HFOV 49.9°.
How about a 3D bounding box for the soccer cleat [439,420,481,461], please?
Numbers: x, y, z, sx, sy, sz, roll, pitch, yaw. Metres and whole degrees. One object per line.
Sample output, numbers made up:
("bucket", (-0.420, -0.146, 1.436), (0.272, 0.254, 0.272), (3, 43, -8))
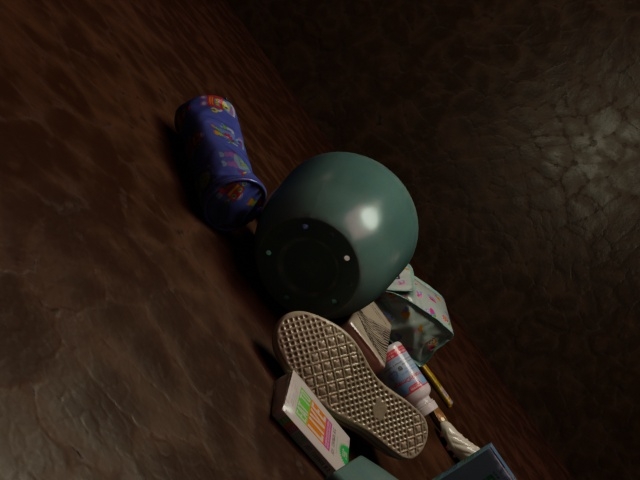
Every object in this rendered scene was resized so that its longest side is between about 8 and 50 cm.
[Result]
("soccer cleat", (0.350, 0.495, 1.587), (0.196, 0.076, 0.068), (56, 12, 17))

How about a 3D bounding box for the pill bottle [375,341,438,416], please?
("pill bottle", (0.176, 0.301, 1.455), (0.160, 0.087, 0.087), (56, 12, 16))

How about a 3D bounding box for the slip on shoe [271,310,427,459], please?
("slip on shoe", (0.037, 0.236, 1.099), (0.331, 0.123, 0.101), (44, -26, -23))

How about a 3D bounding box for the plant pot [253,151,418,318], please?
("plant pot", (0.014, 0.007, 1.243), (0.293, 0.293, 0.235), (52, 25, -5))

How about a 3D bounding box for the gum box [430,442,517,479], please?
("gum box", (0.232, 0.429, 1.056), (0.157, 0.184, 0.041), (55, 12, 11))

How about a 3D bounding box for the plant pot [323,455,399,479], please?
("plant pot", (0.065, 0.357, 0.713), (0.234, 0.166, 0.165), (48, 10, 18))

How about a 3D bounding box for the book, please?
("book", (-0.013, 0.267, 0.976), (0.144, 0.035, 0.096), (51, 16, -15))

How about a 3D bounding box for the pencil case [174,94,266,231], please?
("pencil case", (-0.187, -0.151, 1.287), (0.133, 0.119, 0.306), (22, 30, -37))

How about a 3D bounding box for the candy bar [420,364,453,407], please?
("candy bar", (0.315, 0.392, 1.895), (0.161, 0.018, 0.040), (55, 15, 7))

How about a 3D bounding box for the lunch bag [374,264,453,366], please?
("lunch bag", (0.208, 0.166, 1.816), (0.262, 0.160, 0.223), (39, 17, -9))

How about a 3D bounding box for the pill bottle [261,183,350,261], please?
("pill bottle", (0.000, 0.000, 1.498), (0.272, 0.152, 0.152), (56, 12, 11))

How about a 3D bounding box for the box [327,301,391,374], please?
("box", (0.067, 0.188, 1.346), (0.113, 0.094, 0.275), (53, 12, -3))

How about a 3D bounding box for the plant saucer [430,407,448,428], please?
("plant saucer", (0.290, 0.435, 1.681), (0.083, 0.015, 0.083), (49, 12, -14))
